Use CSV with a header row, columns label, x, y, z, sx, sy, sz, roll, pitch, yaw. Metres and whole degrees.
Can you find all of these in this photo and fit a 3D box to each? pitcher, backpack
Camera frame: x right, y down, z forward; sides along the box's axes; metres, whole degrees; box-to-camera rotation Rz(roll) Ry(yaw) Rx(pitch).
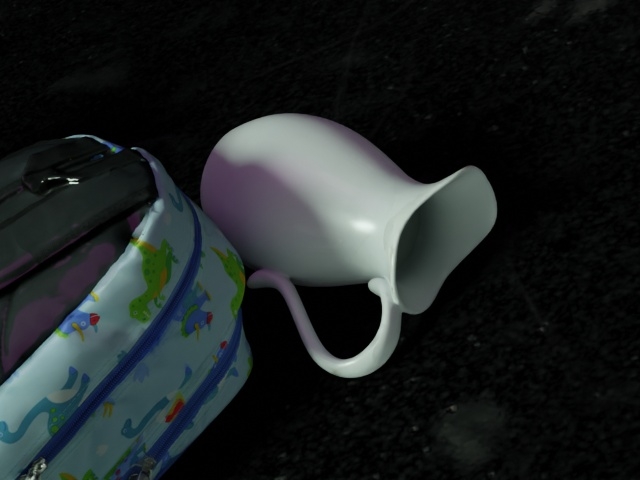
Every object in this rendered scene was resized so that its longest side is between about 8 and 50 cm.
label,x,y,z,sx,sy,sz,roll,pitch,yaw
pitcher,0.000,0.000,1.266,0.207,0.125,0.178,19,69,37
backpack,-0.218,0.088,1.198,0.356,0.273,0.290,-58,35,-6
